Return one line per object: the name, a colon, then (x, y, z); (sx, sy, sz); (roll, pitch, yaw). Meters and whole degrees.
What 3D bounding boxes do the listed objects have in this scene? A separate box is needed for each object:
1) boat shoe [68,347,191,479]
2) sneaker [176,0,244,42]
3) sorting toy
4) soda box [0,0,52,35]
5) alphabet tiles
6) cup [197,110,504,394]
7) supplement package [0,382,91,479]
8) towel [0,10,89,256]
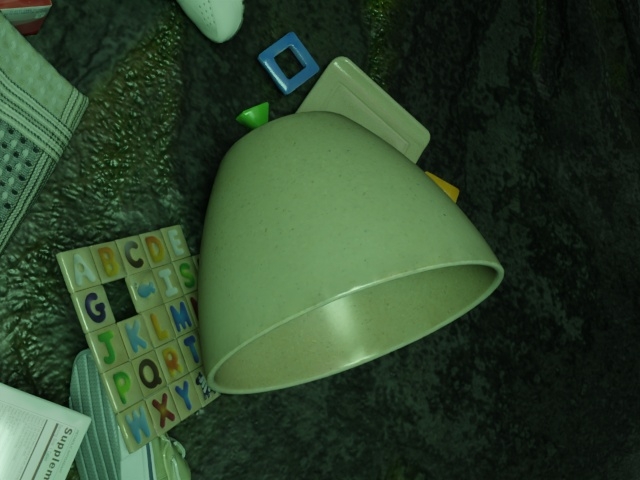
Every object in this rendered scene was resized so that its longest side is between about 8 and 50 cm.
boat shoe: (-0.186, 0.249, 0.772); (0.094, 0.109, 0.302); (-16, 99, -45)
sneaker: (-0.206, -0.346, 0.849); (0.297, 0.111, 0.129); (51, 60, -20)
sorting toy: (0.037, -0.119, 0.999); (0.348, 0.047, 0.196); (39, 70, -16)
soda box: (-0.414, -0.246, 0.728); (0.263, 0.083, 0.092); (-16, 91, -32)
alphabet tiles: (-0.162, 0.087, 0.785); (0.237, 0.009, 0.198); (-21, 91, -65)
cup: (0.000, 0.000, 0.823); (0.331, 0.331, 0.236); (-8, 65, -32)
supplement package: (-0.355, 0.177, 0.652); (0.244, 0.134, 0.139); (29, 67, -23)
towel: (-0.366, -0.105, 0.650); (0.312, 0.056, 0.324); (-66, 148, -22)
